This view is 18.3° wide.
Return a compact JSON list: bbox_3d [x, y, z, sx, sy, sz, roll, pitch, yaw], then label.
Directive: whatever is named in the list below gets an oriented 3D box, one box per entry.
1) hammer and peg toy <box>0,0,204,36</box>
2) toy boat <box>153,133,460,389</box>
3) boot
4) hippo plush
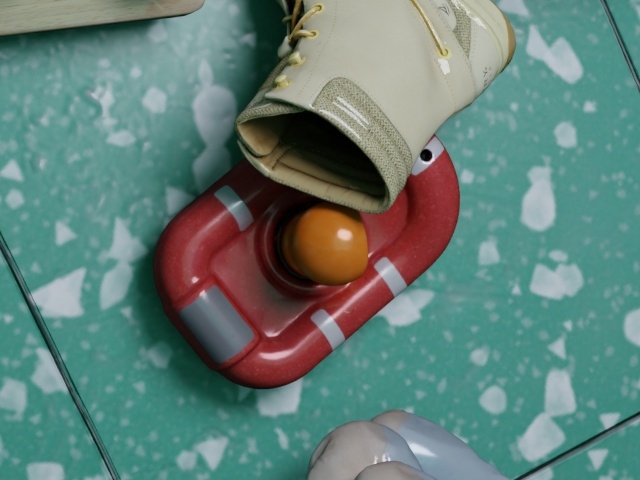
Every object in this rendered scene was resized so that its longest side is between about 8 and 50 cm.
[{"bbox_3d":[-0.269,-0.267,1.349,0.361,0.127,0.266,-7,92,-15],"label":"hammer and peg toy"},{"bbox_3d":[0.000,0.000,1.412,0.231,0.151,0.151,-41,100,-11],"label":"toy boat"},{"bbox_3d":[-0.014,-0.148,1.379,0.262,0.095,0.203,37,51,2],"label":"boot"},{"bbox_3d":[0.078,0.275,1.439,0.294,0.234,0.237,7,111,-55],"label":"hippo plush"}]
